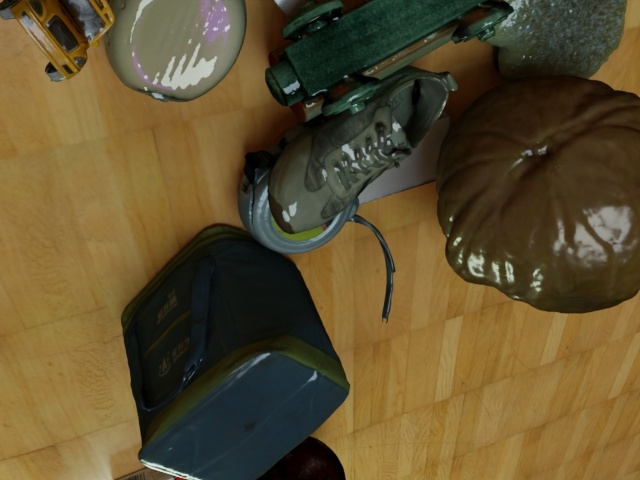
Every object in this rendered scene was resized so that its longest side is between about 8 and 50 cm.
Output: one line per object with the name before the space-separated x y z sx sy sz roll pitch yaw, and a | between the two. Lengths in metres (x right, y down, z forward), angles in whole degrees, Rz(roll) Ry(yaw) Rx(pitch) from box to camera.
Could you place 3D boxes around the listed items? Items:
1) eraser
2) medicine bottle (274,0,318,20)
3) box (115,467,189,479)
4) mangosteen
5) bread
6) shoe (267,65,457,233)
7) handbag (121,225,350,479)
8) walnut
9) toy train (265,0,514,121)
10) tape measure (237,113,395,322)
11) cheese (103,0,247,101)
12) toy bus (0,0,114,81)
eraser | 0.103 -0.110 0.892 0.150 0.023 0.104 -19 134 -11
medicine bottle | 0.000 -0.284 0.654 0.130 0.080 0.080 -41 133 9
box | -0.271 0.430 1.154 0.152 0.048 0.100 -21 136 -12
mangosteen | -0.051 0.446 1.179 0.210 0.210 0.210 -14 132 -16
bread | 0.283 -0.297 0.803 0.207 0.056 0.286 -27 133 -5
shoe | 0.049 -0.108 0.739 0.275 0.098 0.103 -50 125 -22
handbag | -0.119 0.147 0.850 0.263 0.241 0.222 -46 132 14
walnut | 0.291 -0.053 0.833 0.333 0.333 0.333 -14 132 -16
toy train | 0.070 -0.218 0.695 0.285 0.177 0.116 -31 99 -5
tape measure | 0.001 -0.001 0.884 0.164 0.084 0.330 -25 130 -2
cheese | -0.124 -0.244 0.639 0.137 0.064 0.227 9 124 -36
toy bus | -0.223 -0.202 0.558 0.074 0.162 0.069 -32 135 -2
